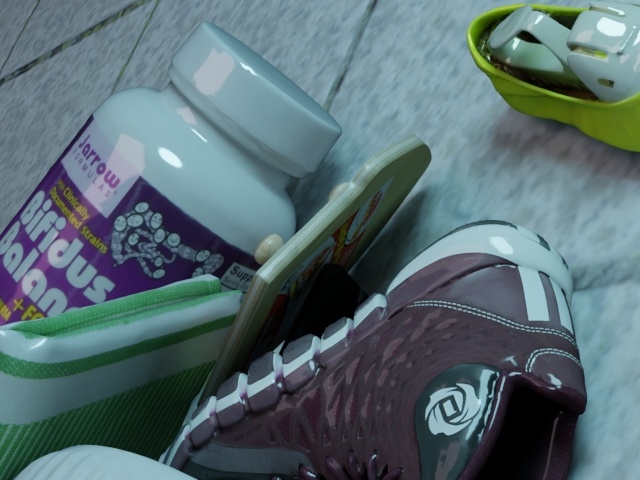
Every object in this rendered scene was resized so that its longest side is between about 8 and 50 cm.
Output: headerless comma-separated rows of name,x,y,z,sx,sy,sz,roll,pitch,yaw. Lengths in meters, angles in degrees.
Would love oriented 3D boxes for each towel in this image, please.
towel,-0.174,0.173,0.887,0.325,0.038,0.248,-62,-17,16

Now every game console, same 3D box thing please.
game console,-0.021,0.080,0.922,0.071,0.107,0.122,14,70,33

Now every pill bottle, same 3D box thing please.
pill bottle,-0.124,0.001,1.079,0.301,0.169,0.169,-52,25,9

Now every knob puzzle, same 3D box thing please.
knob puzzle,0.000,0.000,0.919,0.213,0.030,0.213,-48,-10,-11

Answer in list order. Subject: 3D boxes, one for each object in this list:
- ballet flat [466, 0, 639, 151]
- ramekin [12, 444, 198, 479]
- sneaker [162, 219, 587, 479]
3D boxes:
ballet flat,0.150,-0.096,0.824,0.077,0.077,0.231,-57,26,-6
ramekin,-0.090,0.192,0.758,0.207,0.207,0.109,-18,35,52
sneaker,0.019,0.123,0.762,0.281,0.106,0.162,-43,31,22
